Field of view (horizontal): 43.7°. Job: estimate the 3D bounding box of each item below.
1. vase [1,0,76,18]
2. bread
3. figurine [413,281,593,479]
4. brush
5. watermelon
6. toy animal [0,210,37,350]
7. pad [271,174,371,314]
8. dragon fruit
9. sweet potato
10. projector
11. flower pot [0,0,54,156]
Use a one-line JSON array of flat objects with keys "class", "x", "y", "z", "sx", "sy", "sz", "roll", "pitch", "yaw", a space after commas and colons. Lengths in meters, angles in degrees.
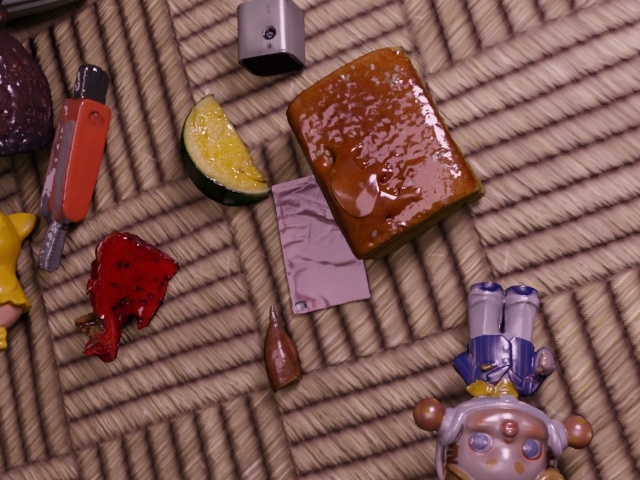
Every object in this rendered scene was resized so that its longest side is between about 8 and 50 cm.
[{"class": "vase", "x": -0.479, "y": -0.414, "z": 1.267, "sx": 0.248, "sy": 0.128, "sz": 0.128, "roll": 0, "pitch": 83, "yaw": 11}, {"class": "bread", "x": 0.078, "y": -0.115, "z": 1.032, "sx": 0.184, "sy": 0.110, "sz": 0.234, "roll": -30, "pitch": 74, "yaw": 12}, {"class": "figurine", "x": 0.200, "y": 0.189, "z": 0.946, "sx": 0.194, "sy": 0.133, "sz": 0.274, "roll": -14, "pitch": 71, "yaw": -6}, {"class": "brush", "x": -0.374, "y": -0.108, "z": 1.216, "sx": 0.051, "sy": 0.070, "sz": 0.323, "roll": 13, "pitch": 90, "yaw": 22}, {"class": "watermelon", "x": -0.156, "y": -0.112, "z": 1.157, "sx": 0.092, "sy": 0.075, "sz": 0.181, "roll": -24, "pitch": 72, "yaw": -31}, {"class": "toy animal", "x": -0.511, "y": 0.060, "z": 1.210, "sx": 0.156, "sy": 0.156, "sz": 0.229, "roll": -13, "pitch": 68, "yaw": 18}, {"class": "pad", "x": 0.000, "y": 0.000, "z": 1.101, "sx": 0.113, "sy": 0.006, "sz": 0.187, "roll": -14, "pitch": 78, "yaw": 16}, {"class": "dragon fruit", "x": -0.294, "y": 0.084, "z": 1.174, "sx": 0.092, "sy": 0.122, "sz": 0.192, "roll": 16, "pitch": 92, "yaw": 60}, {"class": "sweet potato", "x": -0.055, "y": 0.144, "z": 1.078, "sx": 0.049, "sy": 0.049, "sz": 0.117, "roll": -15, "pitch": 78, "yaw": 17}, {"class": "projector", "x": -0.068, "y": -0.284, "z": 1.120, "sx": 0.083, "sy": 0.083, "sz": 0.082, "roll": -5, "pitch": 81, "yaw": 19}, {"class": "flower pot", "x": -0.526, "y": -0.264, "z": 1.148, "sx": 0.267, "sy": 0.266, "sz": 0.267, "roll": 7, "pitch": 107, "yaw": 20}]
